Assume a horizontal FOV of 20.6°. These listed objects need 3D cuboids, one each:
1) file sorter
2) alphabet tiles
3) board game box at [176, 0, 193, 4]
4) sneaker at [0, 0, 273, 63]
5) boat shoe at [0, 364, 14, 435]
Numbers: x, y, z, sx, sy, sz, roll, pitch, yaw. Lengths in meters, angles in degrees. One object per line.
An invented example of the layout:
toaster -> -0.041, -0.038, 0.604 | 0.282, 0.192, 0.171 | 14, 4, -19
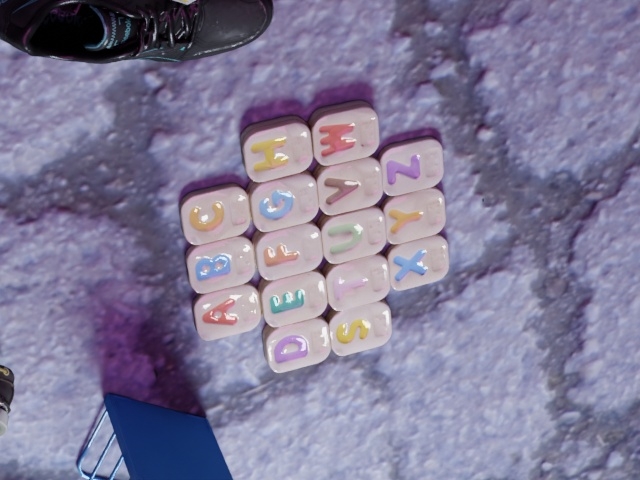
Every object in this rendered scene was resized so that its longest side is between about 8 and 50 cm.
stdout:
file sorter -> -0.165, 0.254, 1.764 | 0.118, 0.170, 0.104 | 17, 112, -28
alphabet tiles -> 0.000, 0.000, 1.779 | 0.278, 0.021, 0.284 | -13, 121, -14
board game box -> -0.144, -0.292, 1.517 | 0.103, 0.026, 0.154 | 13, 79, -26
sneaker -> -0.164, -0.191, 1.565 | 0.267, 0.106, 0.101 | -4, 117, -20
boat shoe -> -0.398, 0.121, 1.666 | 0.227, 0.069, 0.081 | 24, 146, -25
